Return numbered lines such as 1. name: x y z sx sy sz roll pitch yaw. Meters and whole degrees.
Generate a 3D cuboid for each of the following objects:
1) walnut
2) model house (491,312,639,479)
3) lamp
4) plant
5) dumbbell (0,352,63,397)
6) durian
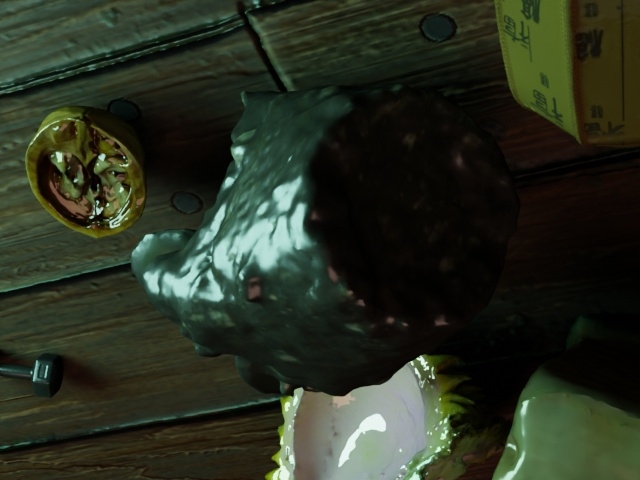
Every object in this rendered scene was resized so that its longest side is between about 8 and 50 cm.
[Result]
1. walnut: -0.169 -0.060 1.151 0.091 0.052 0.121 8 135 4
2. model house: 0.322 0.244 1.166 0.382 0.343 0.334 21 102 16
3. lamp: 0.180 -0.155 0.913 0.161 0.161 0.185 -4 137 14
4. plant: 0.000 0.000 1.088 0.199 0.188 0.276 25 155 -24
5. dumbbell: -0.271 0.116 1.369 0.083 0.040 0.036 7 104 4
6. durian: 0.061 0.185 1.307 0.196 0.185 0.305 9 137 -39
